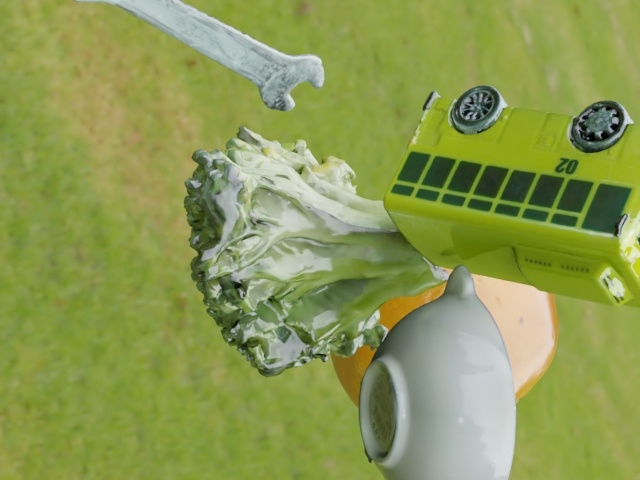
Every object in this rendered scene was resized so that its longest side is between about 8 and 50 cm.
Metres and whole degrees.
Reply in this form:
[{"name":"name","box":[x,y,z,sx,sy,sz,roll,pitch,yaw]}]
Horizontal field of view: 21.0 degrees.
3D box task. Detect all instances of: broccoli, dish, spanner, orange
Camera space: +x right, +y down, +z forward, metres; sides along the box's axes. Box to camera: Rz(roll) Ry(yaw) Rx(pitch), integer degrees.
[{"name":"broccoli","box":[0.000,0.000,1.662,0.288,0.245,0.248,-11,89,-74]},{"name":"dish","box":[0.082,0.152,1.516,0.086,0.228,0.236,2,67,-20]},{"name":"spanner","box":[-0.107,-0.188,1.550,0.302,0.071,0.017,26,29,-43]},{"name":"orange","box":[0.159,0.113,2.289,0.312,0.312,0.312,41,42,-50]}]

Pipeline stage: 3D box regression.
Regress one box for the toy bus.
[{"name":"toy bus","box":[0.199,-0.032,1.477,0.128,0.262,0.150,48,63,-46]}]
